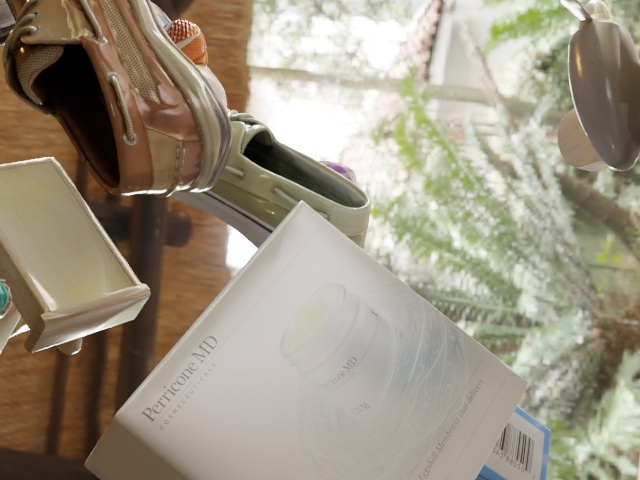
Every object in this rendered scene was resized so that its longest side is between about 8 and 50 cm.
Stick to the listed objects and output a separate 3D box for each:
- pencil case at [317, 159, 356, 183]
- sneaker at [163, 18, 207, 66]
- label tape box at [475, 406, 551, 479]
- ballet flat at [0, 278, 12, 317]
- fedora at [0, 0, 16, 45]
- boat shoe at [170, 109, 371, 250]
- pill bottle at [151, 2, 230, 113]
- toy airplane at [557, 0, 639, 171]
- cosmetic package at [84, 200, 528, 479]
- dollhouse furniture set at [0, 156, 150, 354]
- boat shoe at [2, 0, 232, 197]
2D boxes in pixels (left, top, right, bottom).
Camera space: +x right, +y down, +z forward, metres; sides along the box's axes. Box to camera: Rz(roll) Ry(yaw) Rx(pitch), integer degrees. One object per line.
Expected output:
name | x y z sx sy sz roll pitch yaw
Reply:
pencil case | 0.000 0.000 1.283 0.088 0.086 0.206 -22 55 51
sneaker | -0.206 -0.182 1.115 0.067 0.175 0.064 73 172 -46
label tape box | 0.043 0.232 1.126 0.249 0.347 0.115 36 -127 -25
ballet flat | -0.472 0.052 1.116 0.077 0.241 0.091 136 142 -55
fedora | -0.595 -0.420 1.779 0.243 0.275 0.124 -24 -79 -29
boat shoe | -0.074 -0.073 0.946 0.109 0.302 0.094 -33 -30 -53
pill bottle | -0.219 -0.196 1.336 0.265 0.153 0.153 52 164 32
toy airplane | 0.337 -0.168 0.751 0.386 0.272 0.384 -55 17 19
cosmetic package | -0.009 0.135 0.733 0.224 0.224 0.138 -51 -2 -34
dollhouse furniture set | -0.450 0.112 1.437 0.362 0.256 0.394 -17 -27 -48
boat shoe | -0.205 -0.165 0.836 0.116 0.324 0.123 -23 -27 -40
